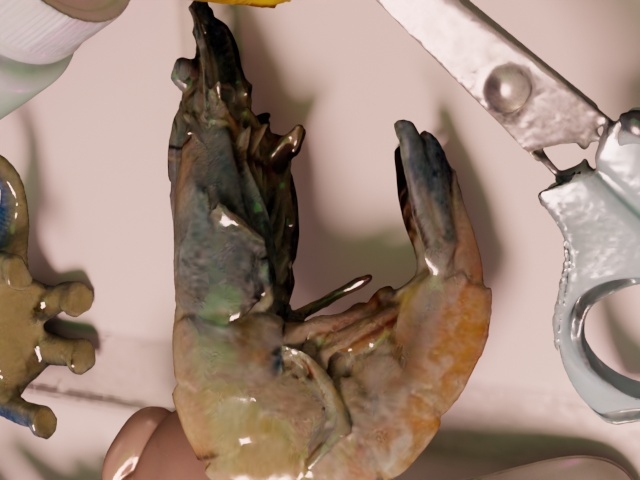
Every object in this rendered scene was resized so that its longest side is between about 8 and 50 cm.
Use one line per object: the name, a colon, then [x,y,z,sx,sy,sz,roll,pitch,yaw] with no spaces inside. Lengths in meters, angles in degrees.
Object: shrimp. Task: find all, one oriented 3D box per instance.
shrimp: [-0.002,-0.001,0.590,0.178,0.075,0.289,-8,72,11]

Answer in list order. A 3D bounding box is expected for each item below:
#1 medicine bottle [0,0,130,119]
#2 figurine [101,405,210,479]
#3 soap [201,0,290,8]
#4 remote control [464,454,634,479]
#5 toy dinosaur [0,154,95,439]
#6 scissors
medicine bottle: [-0.235,-0.136,0.676,0.225,0.139,0.139,-25,88,32]
figurine: [-0.063,0.152,0.654,0.125,0.125,0.138,-36,69,31]
soap: [-0.106,-0.211,0.483,0.096,0.324,0.204,-39,82,25]
remote control: [0.064,0.174,0.577,0.229,0.044,0.073,-15,102,-2]
toy dinosaur: [-0.250,0.053,0.771,0.188,0.075,0.247,0,107,33]
scissors: [0.106,-0.047,0.481,0.360,0.029,0.191,39,122,-14]
